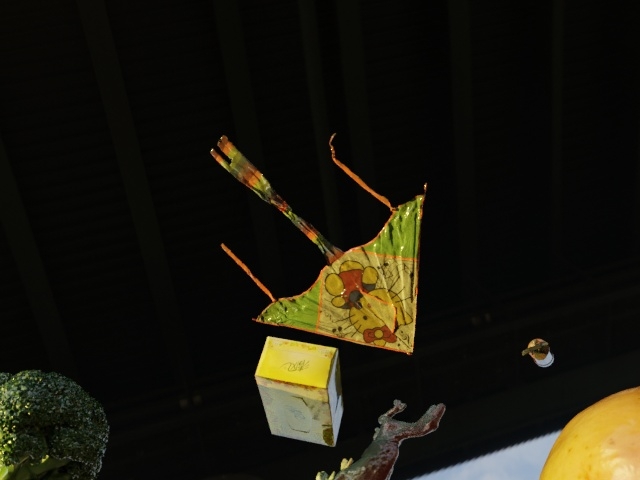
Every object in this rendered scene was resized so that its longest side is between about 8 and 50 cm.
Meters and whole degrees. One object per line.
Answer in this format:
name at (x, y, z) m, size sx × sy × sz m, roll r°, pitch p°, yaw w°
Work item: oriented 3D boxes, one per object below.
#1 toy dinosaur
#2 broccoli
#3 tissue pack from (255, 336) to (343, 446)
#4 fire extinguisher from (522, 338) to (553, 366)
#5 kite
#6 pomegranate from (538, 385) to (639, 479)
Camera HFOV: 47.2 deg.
toy dinosaur at (0.067, 0.325, 1.011) m, size 0.053 × 0.167 × 0.242 m, roll 53°, pitch -132°, yaw -19°
broccoli at (-0.348, 0.234, 0.890) m, size 0.195 × 0.195 × 0.156 m, roll 40°, pitch -99°, yaw -28°
tissue pack at (-0.024, 0.205, 0.973) m, size 0.095 × 0.062 × 0.176 m, roll 9°, pitch -36°, yaw 11°
fire extinguisher at (0.227, 0.117, 0.761) m, size 0.028 × 0.022 × 0.083 m, roll -28°, pitch -23°, yaw 12°
kite at (0.000, 0.000, 0.614) m, size 0.198 × 0.006 × 0.244 m, roll -42°, pitch -93°, yaw 22°
pomegranate at (0.233, 0.177, 0.463) m, size 0.191 × 0.191 × 0.191 m, roll -7°, pitch -66°, yaw -16°
